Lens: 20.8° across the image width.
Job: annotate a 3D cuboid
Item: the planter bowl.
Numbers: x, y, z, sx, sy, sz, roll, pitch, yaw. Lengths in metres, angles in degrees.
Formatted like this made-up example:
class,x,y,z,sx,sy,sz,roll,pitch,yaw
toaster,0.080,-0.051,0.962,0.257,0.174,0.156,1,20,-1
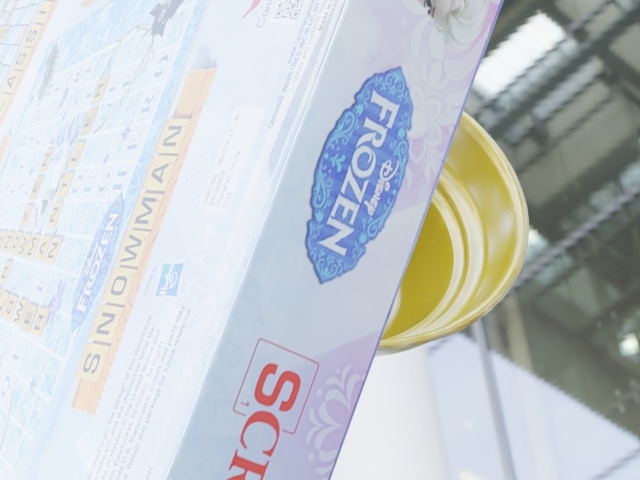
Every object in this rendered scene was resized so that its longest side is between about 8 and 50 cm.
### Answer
class,x,y,z,sx,sy,sz,roll,pitch,yaw
planter bowl,0.000,0.000,0.974,0.217,0.217,0.090,5,-42,-11

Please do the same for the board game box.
class,x,y,z,sx,sy,sz,roll,pitch,yaw
board game box,-0.093,-0.005,0.657,0.066,0.318,0.318,27,-10,-37
